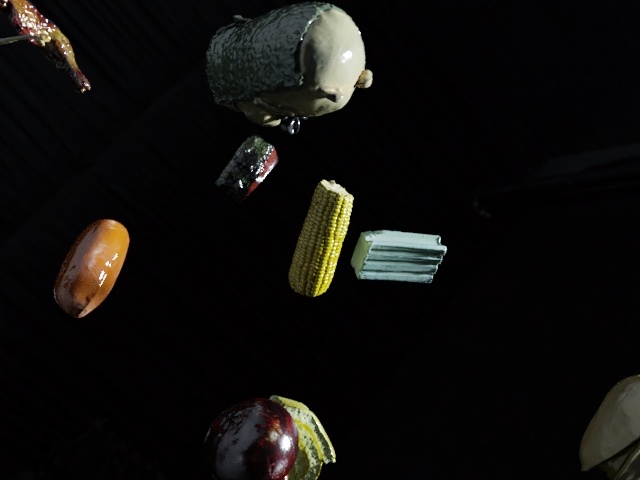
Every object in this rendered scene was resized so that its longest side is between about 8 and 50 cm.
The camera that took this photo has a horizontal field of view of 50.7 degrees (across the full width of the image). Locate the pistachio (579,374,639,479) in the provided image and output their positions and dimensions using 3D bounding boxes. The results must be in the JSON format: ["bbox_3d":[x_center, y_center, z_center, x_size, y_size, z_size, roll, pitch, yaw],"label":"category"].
[{"bbox_3d":[0.514,0.318,1.112,0.206,0.130,0.131,-60,158,11],"label":"pistachio"}]

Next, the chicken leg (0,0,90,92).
[{"bbox_3d":[-0.725,-0.527,1.757,0.083,0.322,0.177,-37,-136,7],"label":"chicken leg"}]

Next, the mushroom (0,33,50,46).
[{"bbox_3d":[-0.689,-0.405,1.403,0.287,0.025,0.028,-1,-158,13],"label":"mushroom"}]

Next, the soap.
[{"bbox_3d":[0.181,0.038,1.586,0.063,0.199,0.114,-110,-149,-48],"label":"soap"}]

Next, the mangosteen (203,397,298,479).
[{"bbox_3d":[-0.150,0.517,1.618,0.236,0.261,0.235,-24,-156,11],"label":"mangosteen"}]

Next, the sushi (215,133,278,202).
[{"bbox_3d":[-0.241,-0.241,2.225,0.225,0.126,0.136,-55,-167,-31],"label":"sushi"}]

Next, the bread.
[{"bbox_3d":[-0.079,0.528,1.787,0.186,0.256,0.124,-23,-178,-9],"label":"bread"}]

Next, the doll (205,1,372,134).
[{"bbox_3d":[-0.074,-0.333,1.326,0.350,0.247,0.247,8,-132,34],"label":"doll"}]

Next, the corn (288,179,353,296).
[{"bbox_3d":[0.000,0.000,1.395,0.093,0.094,0.244,-101,-155,-68],"label":"corn"}]

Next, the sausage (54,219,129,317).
[{"bbox_3d":[-0.528,0.057,1.566,0.133,0.133,0.258,-26,-144,38],"label":"sausage"}]
